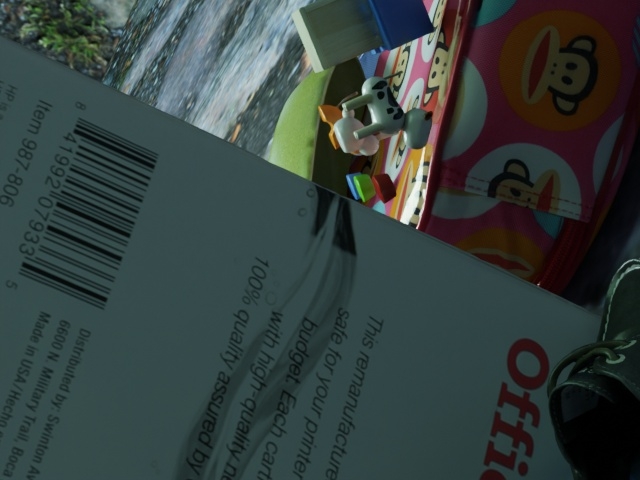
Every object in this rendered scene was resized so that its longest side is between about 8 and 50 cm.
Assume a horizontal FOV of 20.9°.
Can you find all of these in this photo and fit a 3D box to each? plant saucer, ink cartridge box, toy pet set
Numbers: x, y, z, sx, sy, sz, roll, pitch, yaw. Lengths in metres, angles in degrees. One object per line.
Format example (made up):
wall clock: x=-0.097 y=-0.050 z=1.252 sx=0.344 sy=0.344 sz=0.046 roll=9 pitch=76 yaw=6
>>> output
plant saucer: x=0.000 y=0.000 z=1.098 sx=0.241 sy=0.037 sz=0.240 roll=1 pitch=-90 yaw=-78
ink cartridge box: x=-0.087 y=0.108 z=0.827 sx=0.166 sy=0.395 sz=0.285 roll=-40 pitch=29 yaw=59
toy pet set: x=0.034 y=-0.084 z=0.910 sx=0.065 sy=0.114 sz=0.122 roll=-23 pitch=6 yaw=-5

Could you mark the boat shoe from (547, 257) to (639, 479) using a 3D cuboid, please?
boat shoe: x=0.133 y=0.083 z=0.748 sx=0.080 sy=0.076 sz=0.228 roll=-47 pitch=24 yaw=43

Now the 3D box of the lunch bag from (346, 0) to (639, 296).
lunch bag: x=0.101 y=-0.118 z=1.005 sx=0.258 sy=0.120 sz=0.293 roll=-143 pitch=70 yaw=-76

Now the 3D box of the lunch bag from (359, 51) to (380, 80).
lunch bag: x=0.073 y=-0.116 z=1.237 sx=0.098 sy=0.065 sz=0.067 roll=-46 pitch=40 yaw=44
